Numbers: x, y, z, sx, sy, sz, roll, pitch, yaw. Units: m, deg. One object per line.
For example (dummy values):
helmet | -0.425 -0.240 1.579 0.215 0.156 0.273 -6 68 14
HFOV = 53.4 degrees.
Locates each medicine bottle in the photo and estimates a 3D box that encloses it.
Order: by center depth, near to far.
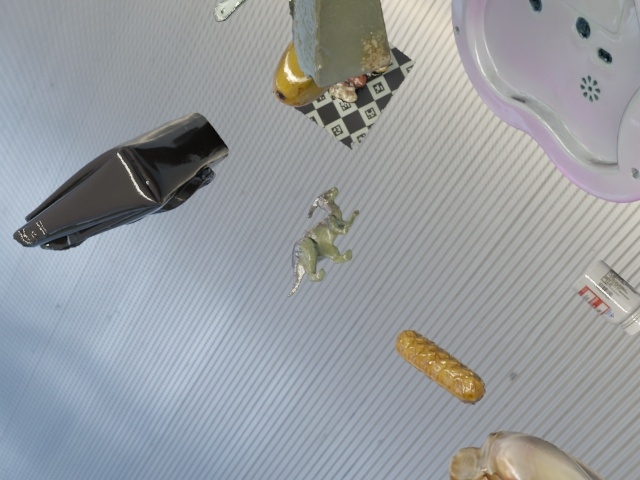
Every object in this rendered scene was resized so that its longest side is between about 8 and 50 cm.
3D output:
medicine bottle | 0.556 0.110 1.209 0.140 0.079 0.079 47 115 16

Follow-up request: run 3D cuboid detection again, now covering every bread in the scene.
bread | 0.162 0.172 0.876 0.044 0.052 0.157 -44 41 -12

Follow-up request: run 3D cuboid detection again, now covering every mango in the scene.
mango | 0.000 -0.373 1.259 0.113 0.138 0.253 39 94 16

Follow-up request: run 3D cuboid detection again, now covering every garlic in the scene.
garlic | 0.268 0.311 0.754 0.228 0.110 0.217 43 149 3

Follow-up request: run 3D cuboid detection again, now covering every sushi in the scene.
sushi | 0.067 -0.420 1.631 0.264 0.050 0.290 37 91 -1

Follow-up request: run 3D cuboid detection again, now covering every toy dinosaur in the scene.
toy dinosaur | 0.005 0.003 1.544 0.162 0.077 0.294 4 57 46

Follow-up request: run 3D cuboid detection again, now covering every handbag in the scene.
handbag | -0.288 -0.080 0.956 0.257 0.285 0.113 -25 104 21

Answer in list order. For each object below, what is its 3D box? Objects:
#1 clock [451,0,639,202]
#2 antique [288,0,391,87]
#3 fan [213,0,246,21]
clock | 0.261 -0.204 0.635 0.102 0.338 0.338 -25 74 -11
antique | 0.022 -0.395 0.989 0.150 0.284 0.125 -24 50 -11
fan | -0.010 -0.265 0.559 0.226 0.008 0.152 -34 60 22
